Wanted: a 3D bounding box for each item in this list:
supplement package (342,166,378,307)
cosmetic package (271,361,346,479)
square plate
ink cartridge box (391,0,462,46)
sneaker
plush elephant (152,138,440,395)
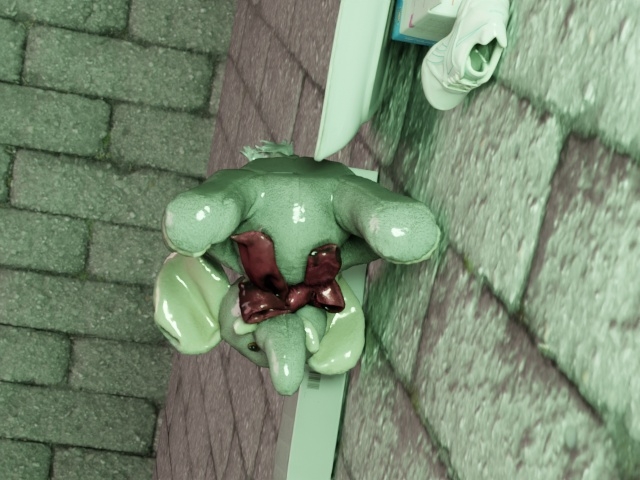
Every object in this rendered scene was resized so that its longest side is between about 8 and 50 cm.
[{"bbox_3d":[0.000,0.000,1.601,0.105,0.105,0.179,160,117,-78],"label":"supplement package"},{"bbox_3d":[-0.020,0.269,1.608,0.099,0.060,0.239,-174,93,-77],"label":"cosmetic package"},{"bbox_3d":[0.063,-0.273,1.456,0.347,0.049,0.344,-60,-18,-77],"label":"square plate"},{"bbox_3d":[0.127,-0.258,1.274,0.181,0.061,0.104,173,106,-79],"label":"ink cartridge box"},{"bbox_3d":[0.132,-0.165,1.206,0.152,0.053,0.061,116,157,-54],"label":"sneaker"},{"bbox_3d":[-0.044,0.046,1.416,0.330,0.271,0.255,-119,31,-71],"label":"plush elephant"}]
